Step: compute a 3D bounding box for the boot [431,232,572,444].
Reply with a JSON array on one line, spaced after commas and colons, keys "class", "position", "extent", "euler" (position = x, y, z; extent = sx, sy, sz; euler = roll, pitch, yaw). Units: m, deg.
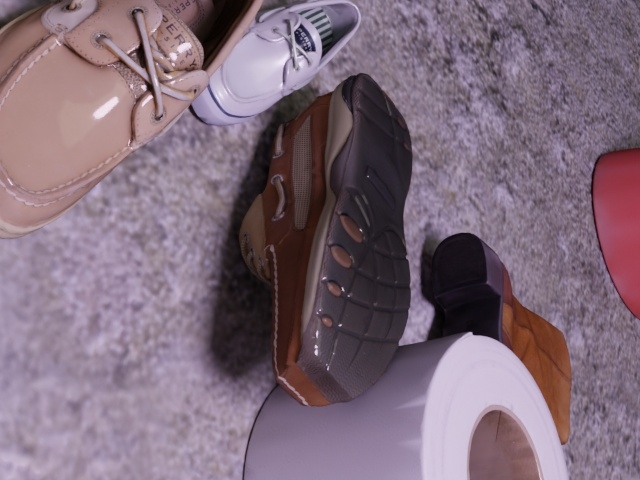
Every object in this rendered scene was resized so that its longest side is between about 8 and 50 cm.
[{"class": "boot", "position": [0.196, 0.164, 1.235], "extent": [0.280, 0.096, 0.264], "euler": [44, 35, -48]}]

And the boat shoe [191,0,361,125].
[{"class": "boat shoe", "position": [-0.036, -0.172, 1.010], "extent": [0.083, 0.076, 0.226], "euler": [62, 35, -18]}]

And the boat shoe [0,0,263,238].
[{"class": "boat shoe", "position": [-0.139, -0.130, 0.807], "extent": [0.121, 0.110, 0.341], "euler": [57, 36, -24]}]

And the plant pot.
[{"class": "plant pot", "position": [0.567, -0.032, 1.694], "extent": [0.275, 0.243, 0.275], "euler": [29, 53, -48]}]

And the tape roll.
[{"class": "tape roll", "position": [0.078, 0.210, 0.933], "extent": [0.246, 0.169, 0.246], "euler": [27, 56, -49]}]

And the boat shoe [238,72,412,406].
[{"class": "boat shoe", "position": [0.000, 0.000, 0.950], "extent": [0.122, 0.120, 0.324], "euler": [52, 33, -33]}]
